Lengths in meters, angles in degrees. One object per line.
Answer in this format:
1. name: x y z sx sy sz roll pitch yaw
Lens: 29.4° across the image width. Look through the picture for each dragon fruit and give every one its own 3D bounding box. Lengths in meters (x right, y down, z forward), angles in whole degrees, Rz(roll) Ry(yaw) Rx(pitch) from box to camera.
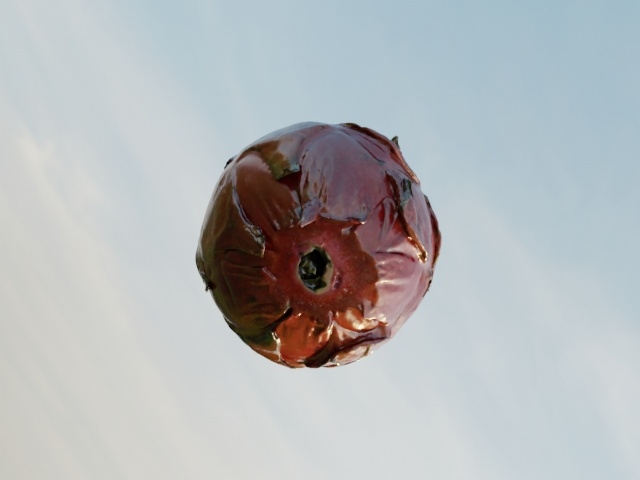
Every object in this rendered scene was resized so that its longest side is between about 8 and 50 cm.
1. dragon fruit: -0.002 0.004 1.128 0.241 0.252 0.241 8 -58 12
